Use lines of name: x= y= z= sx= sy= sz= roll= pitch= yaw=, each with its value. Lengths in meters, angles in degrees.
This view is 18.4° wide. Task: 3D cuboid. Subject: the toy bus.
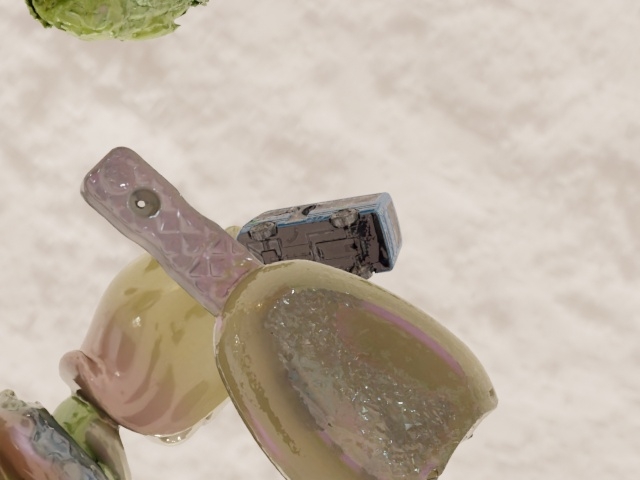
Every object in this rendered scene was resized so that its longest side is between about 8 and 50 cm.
toy bus: x=0.000 y=0.000 z=1.064 sx=0.083 sy=0.046 sz=0.038 roll=-9 pitch=111 yaw=19

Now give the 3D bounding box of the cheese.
cheese: x=-0.020 y=0.033 z=0.810 sx=0.192 sy=0.097 sz=0.037 roll=41 pitch=153 yaw=1

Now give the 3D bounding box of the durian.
durian: x=-0.166 y=-0.207 z=1.469 sx=0.132 sy=0.375 sz=0.106 roll=55 pitch=126 yaw=21

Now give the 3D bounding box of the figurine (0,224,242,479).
figurine: x=-0.178 y=0.133 z=1.244 sx=0.274 sy=0.394 sz=0.226 roll=50 pitch=170 yaw=-33
